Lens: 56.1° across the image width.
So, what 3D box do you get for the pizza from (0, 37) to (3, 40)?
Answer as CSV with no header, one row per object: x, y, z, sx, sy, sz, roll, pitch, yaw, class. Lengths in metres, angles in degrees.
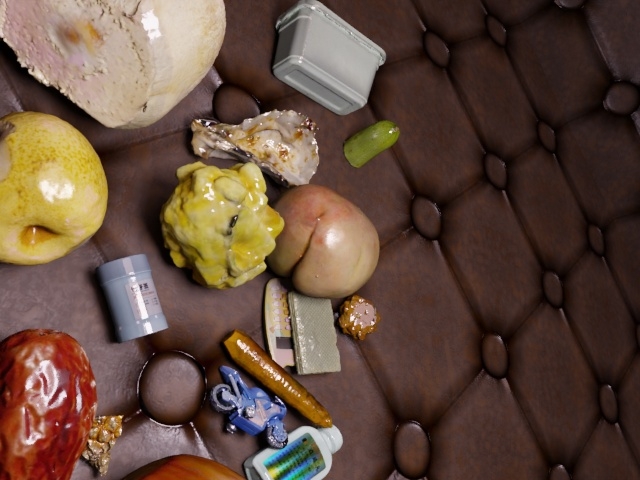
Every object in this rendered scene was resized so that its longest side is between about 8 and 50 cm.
-0.692,-0.347,1.085,0.204,0.080,0.188,6,48,-29,pizza

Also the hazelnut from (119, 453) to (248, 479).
-0.234,0.537,0.982,0.366,0.366,0.365,15,65,-36,hazelnut

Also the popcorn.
-0.206,-0.034,1.248,0.252,0.286,0.215,-18,45,-10,popcorn

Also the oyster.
-0.150,-0.220,1.454,0.337,0.133,0.197,-1,77,-38,oyster

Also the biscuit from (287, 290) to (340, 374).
-0.015,0.217,1.429,0.121,0.041,0.199,6,66,-39,biscuit

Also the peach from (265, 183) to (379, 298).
-0.001,0.000,1.391,0.247,0.292,0.292,-40,102,-24,peach

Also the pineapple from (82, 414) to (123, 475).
-0.404,0.366,1.084,0.115,0.077,0.113,-9,91,-7,pineapple

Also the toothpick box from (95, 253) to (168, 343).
-0.367,0.113,1.171,0.101,0.101,0.153,-16,87,-43,toothpick box

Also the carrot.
-0.090,0.317,1.331,0.314,0.066,0.066,44,51,-9,carrot

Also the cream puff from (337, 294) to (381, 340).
0.096,0.198,1.545,0.122,0.094,0.115,-17,82,-19,cream puff

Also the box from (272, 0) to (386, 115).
0.014,-0.493,1.676,0.312,0.175,0.182,25,68,-32,box

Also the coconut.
-0.374,-0.452,1.181,0.405,0.405,0.404,15,65,-36,coconut

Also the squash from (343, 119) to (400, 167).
0.154,-0.285,1.698,0.095,0.188,0.095,16,63,-34,squash

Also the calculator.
-0.071,0.197,1.440,0.157,0.033,0.236,11,65,-37,calculator

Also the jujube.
-0.466,0.290,0.972,0.197,0.197,0.290,9,84,-38,jujube

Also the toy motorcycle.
-0.144,0.357,1.278,0.205,0.076,0.114,38,31,-13,toy motorcycle

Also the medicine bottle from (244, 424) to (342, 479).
-0.048,0.482,1.319,0.229,0.083,0.121,-21,78,-42,medicine bottle

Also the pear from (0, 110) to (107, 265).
-0.503,-0.095,1.037,0.271,0.271,0.270,15,65,-36,pear
